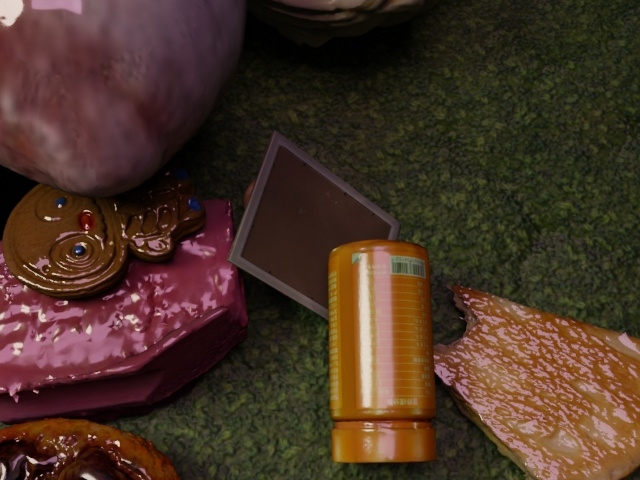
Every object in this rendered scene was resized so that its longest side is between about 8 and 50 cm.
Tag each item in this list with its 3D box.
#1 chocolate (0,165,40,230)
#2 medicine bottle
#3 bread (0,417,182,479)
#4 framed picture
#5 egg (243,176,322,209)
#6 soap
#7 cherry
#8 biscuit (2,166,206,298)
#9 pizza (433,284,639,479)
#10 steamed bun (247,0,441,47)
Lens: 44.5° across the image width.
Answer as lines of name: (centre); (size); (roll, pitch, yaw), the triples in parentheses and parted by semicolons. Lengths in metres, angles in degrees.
chocolate: (-0.387, -0.067, 0.775); (0.206, 0.177, 0.224); (28, 39, -39)
medicine bottle: (0.055, 0.102, 0.708); (0.096, 0.096, 0.192); (-1, 75, -4)
bread: (-0.240, 0.223, 0.660); (0.268, 0.095, 0.139); (-4, 62, 10)
framed picture: (0.000, 0.000, 0.759); (0.183, 0.011, 0.142); (33, 60, -32)
egg: (-0.038, -0.041, 0.800); (0.083, 0.071, 0.071); (-8, 66, -4)
soap: (-0.213, 0.068, 0.719); (0.289, 0.112, 0.182); (-7, 60, -6)
cherry: (-0.205, -0.205, 0.682); (0.335, 0.291, 0.326); (36, 46, 24)
biscuit: (-0.191, -0.017, 0.688); (0.175, 0.026, 0.124); (-22, 63, -16)
pizza: (0.201, 0.138, 0.750); (0.262, 0.034, 0.181); (23, 66, 8)
steamed bun: (0.003, -0.350, 0.876); (0.309, 0.219, 0.324); (33, 41, -4)
